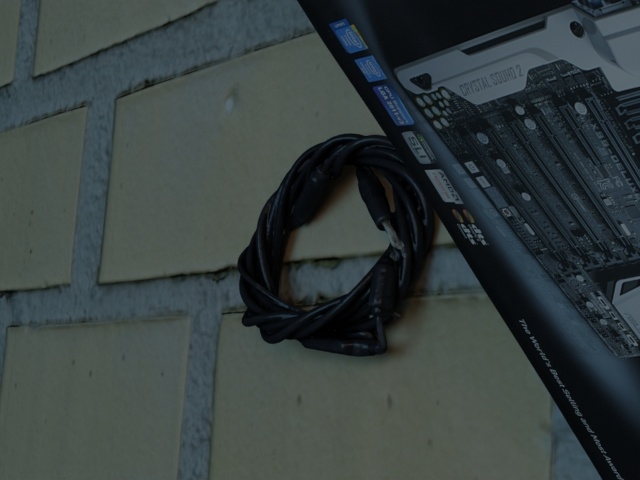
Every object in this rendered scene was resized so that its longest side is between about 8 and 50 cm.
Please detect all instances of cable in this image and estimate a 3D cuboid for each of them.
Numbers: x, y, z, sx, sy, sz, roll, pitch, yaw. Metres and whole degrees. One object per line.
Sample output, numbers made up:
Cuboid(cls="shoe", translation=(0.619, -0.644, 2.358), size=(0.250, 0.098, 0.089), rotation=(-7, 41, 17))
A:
Cuboid(cls="cable", translation=(0.000, 0.000, 0.901), size=(0.184, 0.047, 0.151), rotation=(6, 86, 53))

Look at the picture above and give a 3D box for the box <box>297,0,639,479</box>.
Cuboid(cls="box", translation=(0.151, 0.007, 0.437), size=(0.076, 0.307, 0.242), rotation=(-40, 18, -22))
